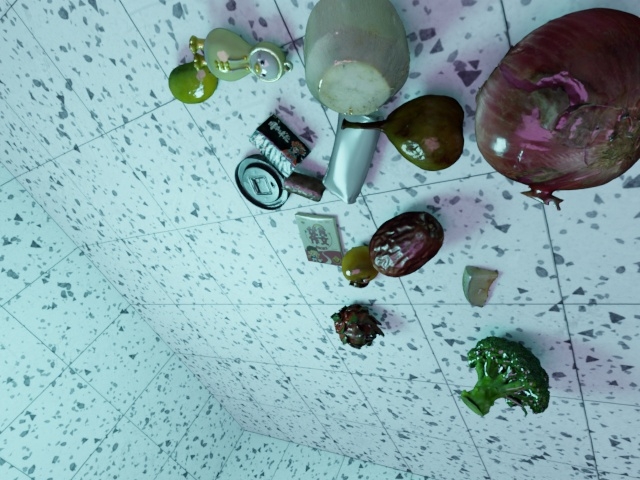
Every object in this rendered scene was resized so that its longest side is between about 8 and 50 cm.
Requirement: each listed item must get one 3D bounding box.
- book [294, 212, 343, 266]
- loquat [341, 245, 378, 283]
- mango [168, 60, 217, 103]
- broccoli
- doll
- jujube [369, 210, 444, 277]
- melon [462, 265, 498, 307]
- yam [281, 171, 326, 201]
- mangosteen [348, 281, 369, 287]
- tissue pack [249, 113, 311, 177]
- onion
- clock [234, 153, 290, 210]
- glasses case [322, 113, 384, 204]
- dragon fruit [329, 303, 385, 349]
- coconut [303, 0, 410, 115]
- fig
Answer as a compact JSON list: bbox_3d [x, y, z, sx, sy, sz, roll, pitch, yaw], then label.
[{"bbox_3d":[0.000,0.000,1.514,0.162,0.022,0.231,7,132,26],"label":"book"},{"bbox_3d":[0.141,0.086,1.424,0.141,0.141,0.141,17,135,18],"label":"loquat"},{"bbox_3d":[-0.394,-0.489,1.254,0.191,0.085,0.122,-1,125,33],"label":"mango"},{"bbox_3d":[0.628,0.490,1.395,0.297,0.297,0.297,46,163,18],"label":"broccoli"},{"bbox_3d":[-0.217,-0.500,1.111,0.297,0.117,0.141,18,139,17],"label":"doll"},{"bbox_3d":[0.255,0.013,1.250,0.183,0.183,0.243,40,137,-7],"label":"jujube"},{"bbox_3d":[0.516,0.163,1.343,0.098,0.054,0.182,6,133,7],"label":"melon"},{"bbox_3d":[-0.054,-0.178,1.326,0.141,0.079,0.079,19,137,-2],"label":"yam"},{"bbox_3d":[0.148,0.144,1.515,0.081,0.081,0.080,17,135,18],"label":"mangosteen"},{"bbox_3d":[-0.127,-0.295,1.260,0.170,0.103,0.090,42,144,-8],"label":"tissue pack"},{"bbox_3d":[0.477,-0.244,0.786,0.354,0.353,0.353,17,135,18],"label":"onion"},{"bbox_3d":[-0.204,-0.205,1.433,0.215,0.042,0.214,17,135,18],"label":"clock"},{"bbox_3d":[0.090,-0.253,1.181,0.128,0.083,0.308,29,138,13],"label":"glasses case"},{"bbox_3d":[0.145,0.352,1.644,0.188,0.183,0.182,62,149,31],"label":"dragon fruit"},{"bbox_3d":[0.080,-0.429,0.922,0.245,0.247,0.245,3,155,1],"label":"coconut"},{"bbox_3d":[0.213,-0.283,0.979,0.291,0.190,0.190,24,139,-8],"label":"fig"}]
